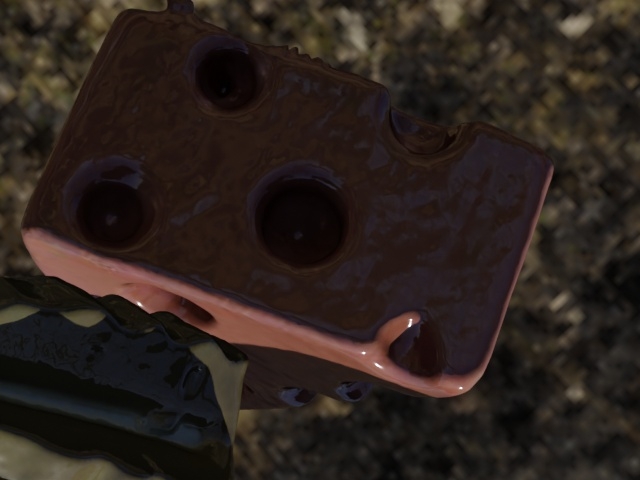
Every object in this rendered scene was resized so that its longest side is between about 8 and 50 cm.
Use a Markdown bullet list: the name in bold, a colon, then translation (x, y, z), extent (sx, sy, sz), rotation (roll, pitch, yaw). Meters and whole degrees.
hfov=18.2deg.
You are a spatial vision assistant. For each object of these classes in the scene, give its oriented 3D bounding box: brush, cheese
- **brush**: translation (-0.148, 0.041, 0.658), extent (0.301, 0.084, 0.071), rotation (17, 149, -37)
- **cheese**: translation (-0.018, 0.001, 0.911), extent (0.177, 0.202, 0.128), rotation (107, 2, -72)
